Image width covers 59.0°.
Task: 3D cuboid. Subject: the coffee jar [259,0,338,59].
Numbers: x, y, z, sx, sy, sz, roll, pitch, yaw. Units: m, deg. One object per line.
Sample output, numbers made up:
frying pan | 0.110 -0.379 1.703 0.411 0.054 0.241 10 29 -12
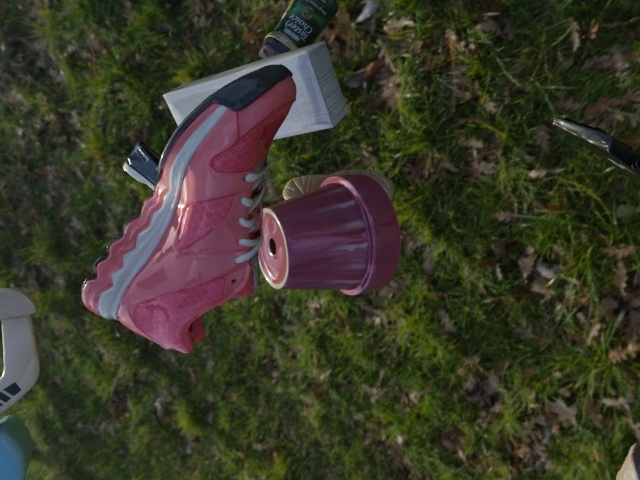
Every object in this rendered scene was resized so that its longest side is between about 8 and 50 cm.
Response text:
coffee jar | -0.047 -0.439 1.185 0.096 0.184 0.079 33 173 -14

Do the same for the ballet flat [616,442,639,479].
ballet flat | 0.420 0.358 0.694 0.106 0.108 0.316 -28 117 38

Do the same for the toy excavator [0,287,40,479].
toy excavator | -0.691 0.378 1.159 0.433 0.445 0.222 56 160 -11

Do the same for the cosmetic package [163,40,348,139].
cosmetic package | -0.090 -0.185 0.763 0.239 0.060 0.099 -5 118 30

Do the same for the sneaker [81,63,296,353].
sneaker | -0.095 -0.018 0.542 0.136 0.116 0.314 38 113 -2

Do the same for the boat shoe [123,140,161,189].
boat shoe | -0.322 -0.134 1.258 0.254 0.095 0.079 33 102 17

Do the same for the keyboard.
keyboard | 0.314 -0.085 0.560 0.100 0.192 0.038 46 115 43

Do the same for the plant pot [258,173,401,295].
plant pot | 0.000 0.000 0.916 0.201 0.180 0.201 30 125 55

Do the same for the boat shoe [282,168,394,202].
boat shoe | 0.050 -0.108 1.396 0.285 0.103 0.092 0 151 21
